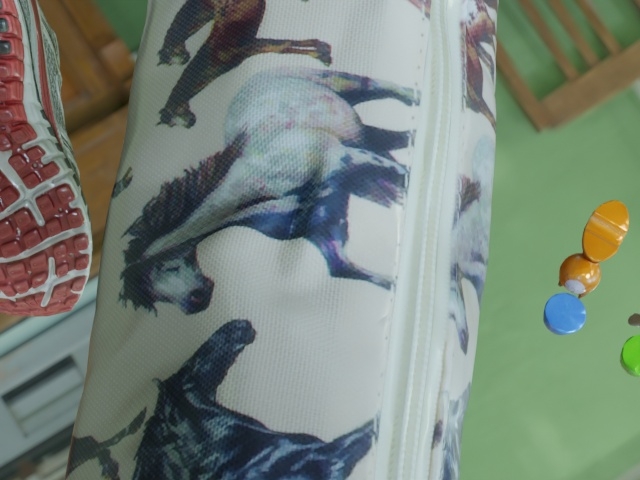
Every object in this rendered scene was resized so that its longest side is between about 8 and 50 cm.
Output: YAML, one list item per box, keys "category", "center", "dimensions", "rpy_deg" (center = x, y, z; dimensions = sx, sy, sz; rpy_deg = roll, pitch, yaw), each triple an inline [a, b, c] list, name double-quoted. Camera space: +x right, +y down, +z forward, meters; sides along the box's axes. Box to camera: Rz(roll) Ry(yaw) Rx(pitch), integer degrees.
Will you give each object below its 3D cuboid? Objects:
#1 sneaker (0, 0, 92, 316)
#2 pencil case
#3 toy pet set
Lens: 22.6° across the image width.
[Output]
- category: "sneaker"
  center: [-0.165, -0.063, 0.865]
  dimensions: [0.088, 0.225, 0.093]
  rpy_deg: [-3, -156, 11]
- category: "pencil case"
  center: [0.000, 0.000, 0.655]
  dimensions: [0.183, 0.410, 0.160]
  rpy_deg: [-12, 149, 36]
- category: "toy pet set"
  center: [0.151, 0.022, 0.608]
  dimensions: [0.114, 0.122, 0.065]
  rpy_deg: [-60, 178, -22]
